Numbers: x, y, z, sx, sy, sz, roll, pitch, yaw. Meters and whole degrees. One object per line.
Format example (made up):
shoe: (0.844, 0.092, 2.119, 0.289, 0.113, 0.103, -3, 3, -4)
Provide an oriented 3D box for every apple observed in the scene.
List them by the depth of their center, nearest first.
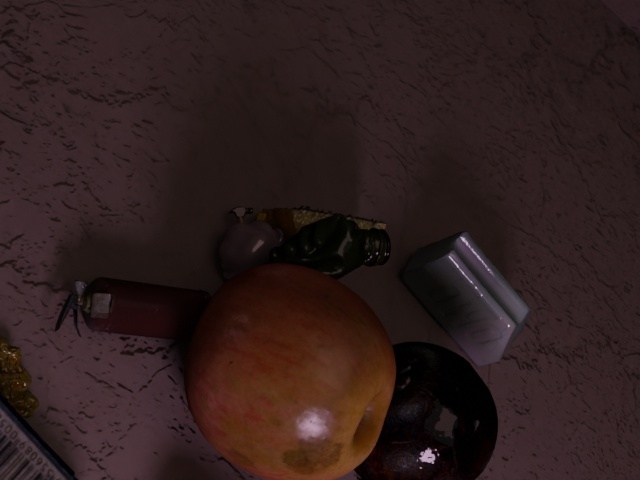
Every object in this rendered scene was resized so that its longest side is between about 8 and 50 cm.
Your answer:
apple: (-0.042, 0.230, 1.795, 0.364, 0.364, 0.363, 16, 64, -34)

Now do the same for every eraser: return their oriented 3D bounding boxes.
eraser: (-0.458, 0.350, 1.549, 0.155, 0.102, 0.332, -49, 118, -29)

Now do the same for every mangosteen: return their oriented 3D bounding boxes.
mangosteen: (0.186, 0.348, 1.995, 0.330, 0.330, 0.330, 16, 64, -34)

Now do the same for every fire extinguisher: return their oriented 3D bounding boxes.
fire extinguisher: (-0.317, 0.121, 1.804, 0.269, 0.105, 0.104, 11, 67, -37)

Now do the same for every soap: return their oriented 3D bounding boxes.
soap: (0.320, 0.128, 2.269, 0.289, 0.173, 0.095, 49, 51, -15)

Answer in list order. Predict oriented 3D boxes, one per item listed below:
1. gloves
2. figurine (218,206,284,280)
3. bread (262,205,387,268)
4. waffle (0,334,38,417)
gloves: (0.013, 0.017, 1.962, 0.268, 0.107, 0.135, -2, 100, -44)
figurine: (-0.114, 0.044, 1.989, 0.229, 0.137, 0.112, 55, 6, -3)
bread: (0.004, 0.009, 2.087, 0.260, 0.129, 0.134, 6, 82, -31)
waffle: (-0.562, 0.228, 1.590, 0.291, 0.051, 0.291, 15, 66, -38)
